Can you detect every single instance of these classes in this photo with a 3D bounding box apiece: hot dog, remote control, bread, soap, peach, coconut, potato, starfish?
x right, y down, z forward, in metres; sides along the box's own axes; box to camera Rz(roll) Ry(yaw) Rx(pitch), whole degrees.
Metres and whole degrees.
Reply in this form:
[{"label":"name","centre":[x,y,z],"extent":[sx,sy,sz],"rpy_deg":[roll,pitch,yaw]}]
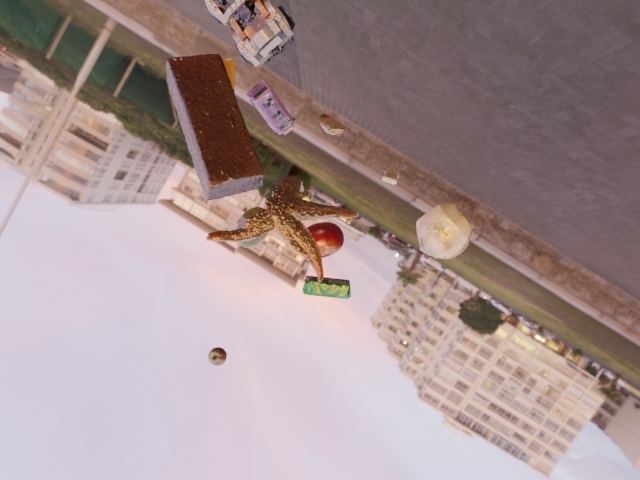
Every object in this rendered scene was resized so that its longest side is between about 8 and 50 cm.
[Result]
[{"label":"hot dog","centre":[0.049,-0.503,1.933],"extent":[0.169,0.078,0.061],"rpy_deg":[49,151,38]},{"label":"remote control","centre":[0.336,-0.302,2.074],"extent":[0.075,0.032,0.122],"rpy_deg":[21,-150,8]},{"label":"bread","centre":[-0.291,-0.315,1.190],"extent":[0.113,0.165,0.415],"rpy_deg":[124,128,-64]},{"label":"soap","centre":[0.040,0.261,2.448],"extent":[0.274,0.097,0.218],"rpy_deg":[5,-177,2]},{"label":"peach","centre":[0.000,0.000,2.182],"extent":[0.226,0.189,0.196],"rpy_deg":[-18,-131,-31]},{"label":"coconut","centre":[0.407,-0.026,1.442],"extent":[0.195,0.194,0.194],"rpy_deg":[32,-175,-3]},{"label":"potato","centre":[-0.376,-0.071,2.407],"extent":[0.149,0.229,0.196],"rpy_deg":[14,-126,-51]},{"label":"starfish","centre":[-0.105,-0.064,1.442],"extent":[0.384,0.397,0.132],"rpy_deg":[32,143,-5]},{"label":"peach","centre":[-0.442,0.498,1.871],"extent":[0.083,0.083,0.083],"rpy_deg":[32,-175,-3]}]

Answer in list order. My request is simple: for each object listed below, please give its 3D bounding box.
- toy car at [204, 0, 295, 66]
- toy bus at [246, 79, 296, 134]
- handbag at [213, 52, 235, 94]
[{"label":"toy car","centre":[-0.221,-0.671,1.277],"extent":[0.301,0.193,0.118],"rpy_deg":[53,-159,-10]},{"label":"toy bus","centre":[-0.179,-0.492,1.634],"extent":[0.108,0.096,0.199],"rpy_deg":[51,-178,43]},{"label":"handbag","centre":[-0.450,-0.569,1.733],"extent":[0.133,0.282,0.401],"rpy_deg":[-1,-171,-30]}]
